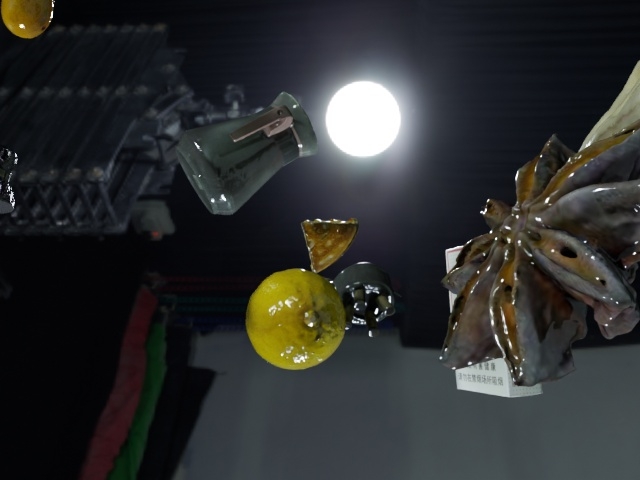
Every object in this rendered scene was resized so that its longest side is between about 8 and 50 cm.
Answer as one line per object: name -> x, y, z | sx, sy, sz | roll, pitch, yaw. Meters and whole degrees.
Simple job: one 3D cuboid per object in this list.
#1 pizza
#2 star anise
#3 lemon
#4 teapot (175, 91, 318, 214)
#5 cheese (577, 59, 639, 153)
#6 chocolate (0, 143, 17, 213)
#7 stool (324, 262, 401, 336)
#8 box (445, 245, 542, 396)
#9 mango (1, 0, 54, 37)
pizza -> 0.000, 0.000, 1.696 | 0.185, 0.176, 0.036 | -58, 36, 14
star anise -> 0.244, 0.015, 0.678 | 0.332, 0.117, 0.332 | -56, 10, 16
lemon -> -0.057, 0.178, 1.467 | 0.263, 0.235, 0.236 | 25, -114, -81
teapot -> -0.197, -0.251, 1.750 | 0.253, 0.344, 0.300 | 56, 166, 4
cheese -> 0.644, -0.252, 1.299 | 0.351, 0.129, 0.328 | -50, -8, -32
chocolate -> -0.624, -0.127, 1.245 | 0.070, 0.072, 0.147 | 122, 138, -63
stool -> 0.088, 0.159, 1.632 | 0.139, 0.227, 0.153 | -96, -15, -53
box -> 0.377, 0.167, 1.427 | 0.210, 0.095, 0.331 | 157, 112, -70
mango -> -0.642, -0.534, 1.413 | 0.115, 0.090, 0.178 | -34, -34, -53
